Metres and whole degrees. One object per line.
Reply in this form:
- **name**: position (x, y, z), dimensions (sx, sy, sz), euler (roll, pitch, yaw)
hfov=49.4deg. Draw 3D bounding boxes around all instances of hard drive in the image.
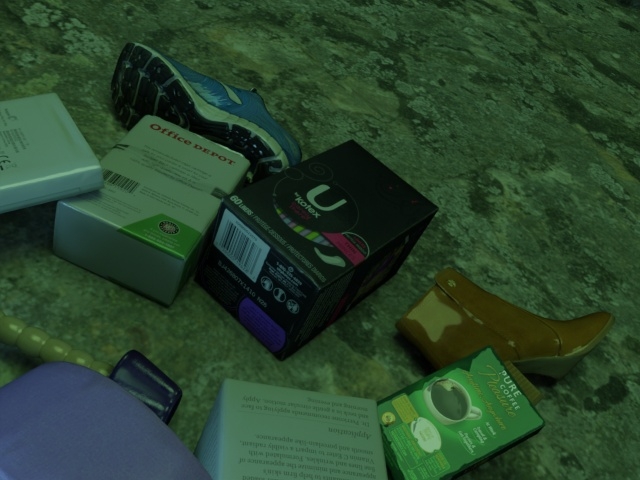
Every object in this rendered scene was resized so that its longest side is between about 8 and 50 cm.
- **hard drive**: position (-0.424, -0.084, 0.771), dimensions (0.307, 0.040, 0.203), euler (-18, 43, -26)

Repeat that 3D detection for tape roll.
- **tape roll**: position (-0.159, 0.224, 0.474), dimensions (0.275, 0.275, 0.090), euler (41, 43, 17)

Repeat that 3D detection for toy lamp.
- **toy lamp**: position (-0.269, 0.110, 0.694), dimensions (0.275, 0.080, 0.080), euler (27, 40, 4)

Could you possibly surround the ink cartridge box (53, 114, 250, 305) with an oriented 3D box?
- **ink cartridge box**: position (-0.205, -0.046, 0.879), dimensions (0.160, 0.092, 0.219), euler (25, 40, 0)

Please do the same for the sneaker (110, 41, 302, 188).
- **sneaker**: position (-0.169, -0.182, 1.044), dimensions (0.330, 0.130, 0.147), euler (37, 27, 8)

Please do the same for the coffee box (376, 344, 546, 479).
- **coffee box**: position (0.145, 0.206, 0.785), dimensions (0.184, 0.040, 0.113), euler (-24, 58, -15)

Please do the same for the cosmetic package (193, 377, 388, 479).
- **cosmetic package**: position (-0.034, 0.246, 0.611), dimensions (0.151, 0.151, 0.183), euler (13, 41, -15)

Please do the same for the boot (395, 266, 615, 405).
- **boot**: position (0.256, 0.107, 0.952), dimensions (0.295, 0.104, 0.211), euler (-26, 62, -39)

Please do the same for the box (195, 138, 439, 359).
- **box**: position (0.000, 0.000, 0.899), dimensions (0.165, 0.143, 0.270), euler (41, 42, 16)
